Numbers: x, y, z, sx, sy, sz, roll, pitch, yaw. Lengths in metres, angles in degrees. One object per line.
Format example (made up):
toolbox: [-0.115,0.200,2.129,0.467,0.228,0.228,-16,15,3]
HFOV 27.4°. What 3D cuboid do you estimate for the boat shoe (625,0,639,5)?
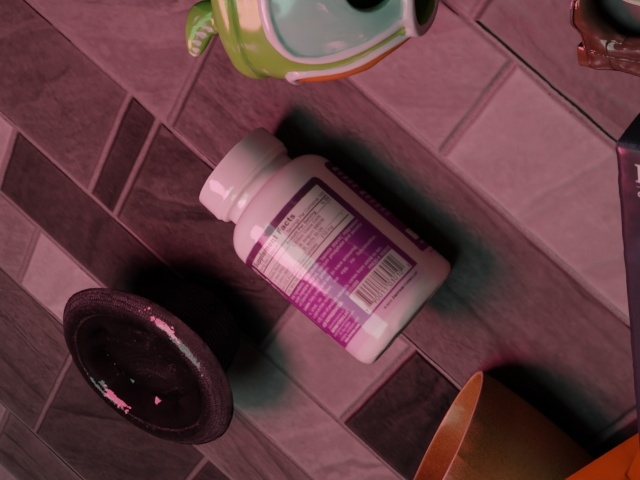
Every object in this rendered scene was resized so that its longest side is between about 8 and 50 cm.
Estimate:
boat shoe: [0.269,-0.272,1.223,0.228,0.069,0.081,25,103,22]

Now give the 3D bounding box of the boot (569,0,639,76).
boot: [0.303,-0.201,1.276,0.114,0.037,0.106,20,149,34]

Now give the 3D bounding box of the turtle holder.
turtle holder: [0.006,-0.317,1.326,0.228,0.243,0.320,9,91,19]

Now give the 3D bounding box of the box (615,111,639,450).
box: [0.439,0.052,1.110,0.294,0.212,0.395,14,132,35]

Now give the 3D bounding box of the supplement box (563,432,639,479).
supplement box: [0.403,0.353,1.502,0.194,0.129,0.191,58,179,-16]

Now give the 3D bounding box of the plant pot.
plant pot: [0.263,0.329,1.675,0.254,0.237,0.237,28,141,0]

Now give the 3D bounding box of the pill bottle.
pill bottle: [0.000,0.000,1.636,0.301,0.169,0.169,41,142,7]

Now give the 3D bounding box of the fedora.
fedora: [-0.234,0.160,2.015,0.334,0.152,0.334,25,138,25]
